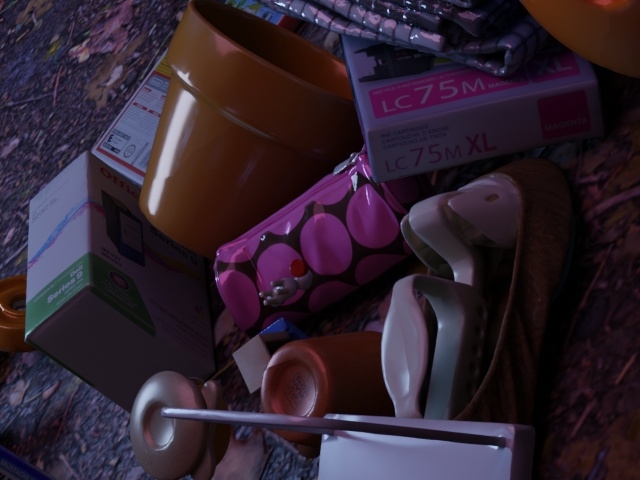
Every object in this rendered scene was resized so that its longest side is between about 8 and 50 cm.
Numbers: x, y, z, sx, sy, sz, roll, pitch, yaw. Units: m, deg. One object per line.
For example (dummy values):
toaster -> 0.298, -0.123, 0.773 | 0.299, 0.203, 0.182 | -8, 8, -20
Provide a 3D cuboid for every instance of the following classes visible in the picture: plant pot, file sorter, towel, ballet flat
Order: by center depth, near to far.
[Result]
file sorter -> -0.005, 0.240, 1.176 | 0.193, 0.173, 0.278 | -3, 78, 53
ballet flat -> 0.103, 0.046, 1.383 | 0.116, 0.124, 0.342 | -22, 41, 42
towel -> 0.098, -0.258, 1.560 | 0.283, 0.121, 0.235 | 22, 49, 37
plant pot -> -0.065, -0.085, 1.716 | 0.188, 0.205, 0.205 | -62, 27, 14

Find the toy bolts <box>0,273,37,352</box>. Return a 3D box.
toy bolts -> -0.366, 0.147, 1.976 | 0.218, 0.158, 0.228 | 5, 39, 9

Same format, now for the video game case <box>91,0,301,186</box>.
video game case -> -0.122, -0.181, 2.053 | 0.285, 0.025, 0.204 | -54, 29, -4

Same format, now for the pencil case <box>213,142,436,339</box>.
pencil case -> 0.000, 0.000, 1.606 | 0.209, 0.098, 0.095 | -35, 25, 28

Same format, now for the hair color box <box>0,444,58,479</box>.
hair color box -> -0.386, 0.341, 1.760 | 0.185, 0.110, 0.339 | 4, 63, 54

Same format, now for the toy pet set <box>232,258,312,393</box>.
toy pet set -> -0.007, 0.090, 1.563 | 0.114, 0.065, 0.122 | -38, 70, 35

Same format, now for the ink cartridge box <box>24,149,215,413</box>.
ink cartridge box -> -0.185, 0.040, 1.764 | 0.093, 0.154, 0.212 | -41, 31, 19

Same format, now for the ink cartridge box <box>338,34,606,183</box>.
ink cartridge box -> 0.110, -0.171, 1.595 | 0.185, 0.065, 0.311 | -12, 34, 1

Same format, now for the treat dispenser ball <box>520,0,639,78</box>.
treat dispenser ball -> 0.253, -0.254, 1.336 | 0.288, 0.288, 0.288 | -35, 33, 27

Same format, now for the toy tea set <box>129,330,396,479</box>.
toy tea set -> -0.039, 0.184, 1.484 | 0.336, 0.124, 0.200 | -16, 74, 42
